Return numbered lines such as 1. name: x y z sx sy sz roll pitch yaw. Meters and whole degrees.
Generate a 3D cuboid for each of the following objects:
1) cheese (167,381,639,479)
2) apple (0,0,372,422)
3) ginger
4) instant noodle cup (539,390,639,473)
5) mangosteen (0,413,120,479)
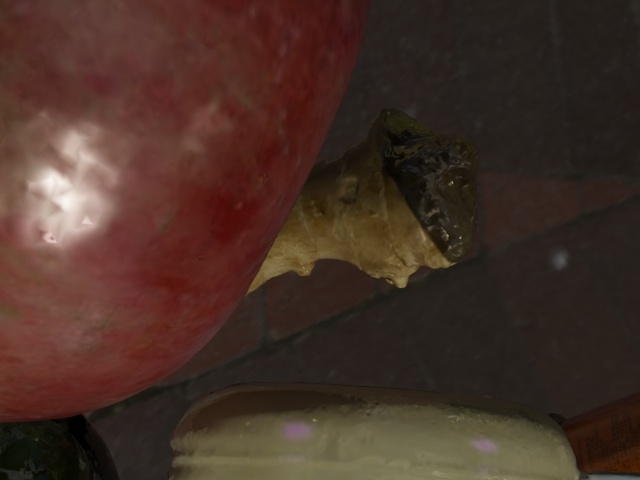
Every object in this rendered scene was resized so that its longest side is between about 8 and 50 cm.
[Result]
1. cheese: 0.071 0.102 0.728 0.163 0.248 0.071 28 64 -64
2. apple: -0.132 -0.101 0.694 0.269 0.345 0.345 26 63 -12
3. ginger: 0.000 0.000 1.298 0.086 0.294 0.131 4 61 -61
4. instant noodle cup: 0.198 0.152 0.962 0.178 0.125 0.208 65 21 11
5. mangosteen: -0.222 0.185 1.035 0.243 0.243 0.243 8 69 -21
